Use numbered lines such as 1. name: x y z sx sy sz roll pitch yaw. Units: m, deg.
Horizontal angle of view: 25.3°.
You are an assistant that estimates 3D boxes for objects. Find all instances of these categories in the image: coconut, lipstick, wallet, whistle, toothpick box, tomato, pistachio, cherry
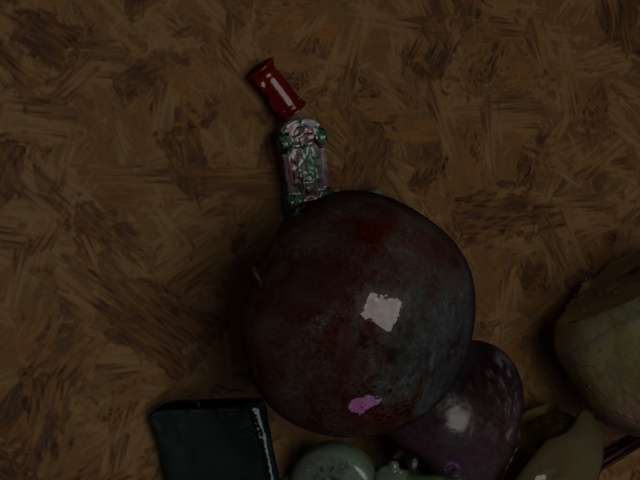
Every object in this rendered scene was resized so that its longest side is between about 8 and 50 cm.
1. coconut: 0.508 0.156 2.096 0.297 0.297 0.255 -38 101 -24
2. lipstick: 0.481 0.319 2.218 0.176 0.027 0.027 -22 98 -29
3. wallet: -0.107 0.386 1.812 0.046 0.190 0.379 -15 95 -56
4. whistle: 0.068 0.328 1.901 0.067 0.258 0.126 -41 127 -61
5. toothpick box: -0.061 -0.206 1.945 0.047 0.047 0.083 -44 106 -23
6. tomato: 0.045 0.092 1.795 0.317 0.282 0.317 -48 149 -42
7. pistachio: 0.313 0.367 2.052 0.288 0.166 0.197 -50 135 -25
8. cherry: 0.177 0.245 1.966 0.266 0.183 0.213 -48 139 -31

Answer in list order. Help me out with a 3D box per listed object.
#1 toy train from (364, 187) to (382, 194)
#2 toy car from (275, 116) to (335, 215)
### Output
1. toy train: 0.000 0.000 1.964 0.051 0.052 0.234 45 69 -13
2. toy car: -0.025 -0.100 1.954 0.069 0.055 0.142 -12 104 -20
